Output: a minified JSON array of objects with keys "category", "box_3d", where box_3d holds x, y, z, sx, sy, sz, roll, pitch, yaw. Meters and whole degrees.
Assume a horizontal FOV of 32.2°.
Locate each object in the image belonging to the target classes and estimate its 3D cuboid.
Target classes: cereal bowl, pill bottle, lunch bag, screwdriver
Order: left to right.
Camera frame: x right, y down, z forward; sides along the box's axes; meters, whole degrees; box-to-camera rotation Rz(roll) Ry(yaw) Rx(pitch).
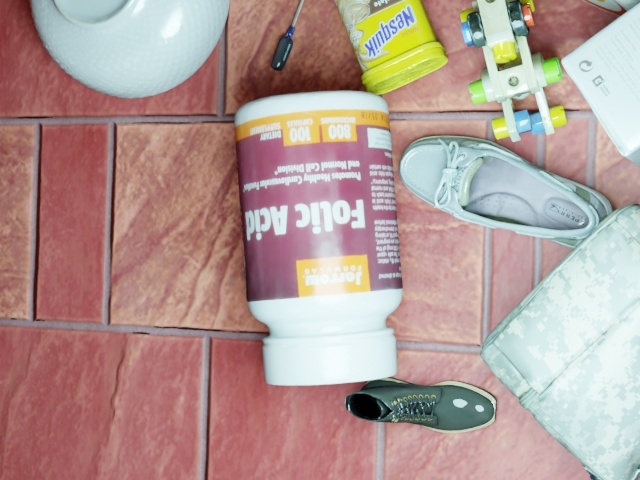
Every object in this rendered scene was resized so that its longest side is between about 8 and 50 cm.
[{"category":"cereal bowl","box_3d":[-0.318,-0.399,1.729,0.339,0.141,0.339,-1,88,20]},{"category":"screwdriver","box_3d":[-0.035,-0.338,1.694,0.025,0.024,0.170,25,91,-11]},{"category":"pill bottle","box_3d":[0.000,0.000,1.563,0.224,0.224,0.392,-6,87,19]},{"category":"lunch bag","box_3d":[0.394,0.143,1.425,0.305,0.212,0.256,-46,69,12]}]

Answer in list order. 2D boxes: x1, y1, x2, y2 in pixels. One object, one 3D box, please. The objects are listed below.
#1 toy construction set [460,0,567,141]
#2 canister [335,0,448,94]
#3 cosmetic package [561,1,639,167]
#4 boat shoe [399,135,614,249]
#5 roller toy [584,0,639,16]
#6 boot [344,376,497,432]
[{"category":"toy construction set","box_3d":[0.234,-0.303,1.503,0.151,0.215,0.327,-29,75,13]},{"category":"canister","box_3d":[0.097,-0.316,1.616,0.126,0.073,0.170,-23,80,17]},{"category":"cosmetic package","box_3d":[0.514,-0.267,1.394,0.385,0.217,0.156,-35,78,18]},{"category":"boat shoe","box_3d":[0.246,-0.071,1.535,0.320,0.103,0.118,25,97,26]},{"category":"roller toy","box_3d":[0.377,-0.396,1.451,0.191,0.209,0.146,34,100,23]},{"category":"boot","box_3d":[0.140,0.239,1.555,0.198,0.137,0.077,1,89,19]}]
